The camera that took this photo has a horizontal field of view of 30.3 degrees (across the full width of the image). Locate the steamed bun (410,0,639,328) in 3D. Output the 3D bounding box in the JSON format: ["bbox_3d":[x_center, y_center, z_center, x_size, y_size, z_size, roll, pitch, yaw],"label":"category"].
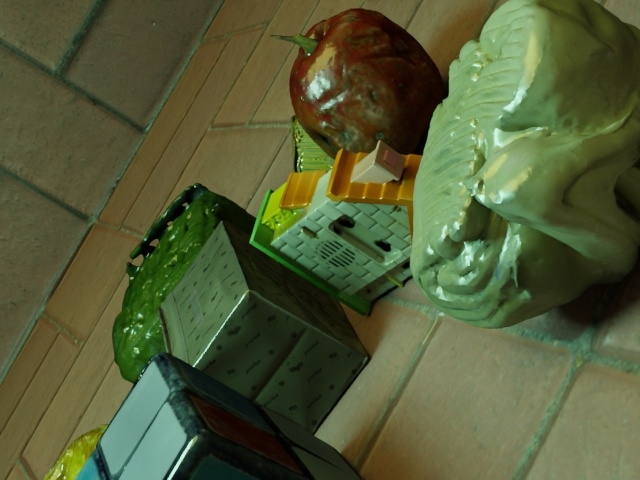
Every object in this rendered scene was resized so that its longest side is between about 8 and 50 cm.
[{"bbox_3d":[0.257,-0.082,1.299,0.339,0.247,0.352,130,155,-65],"label":"steamed bun"}]

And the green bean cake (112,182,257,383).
[{"bbox_3d":[-0.232,0.098,2.176,0.335,0.218,0.319,-52,22,21],"label":"green bean cake"}]

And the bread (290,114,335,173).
[{"bbox_3d":[-0.001,-0.159,2.130,0.190,0.114,0.132,-84,-5,-70],"label":"bread"}]

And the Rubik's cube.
[{"bbox_3d":[-0.130,0.369,1.438,0.318,0.316,0.313,-59,21,1],"label":"Rubik's cube"}]

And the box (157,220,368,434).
[{"bbox_3d":[-0.095,0.139,1.799,0.190,0.225,0.297,-54,23,12],"label":"box"}]

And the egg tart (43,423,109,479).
[{"bbox_3d":[-0.440,0.503,2.188,0.341,0.132,0.341,-46,23,26],"label":"egg tart"}]

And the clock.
[{"bbox_3d":[0.066,-0.032,1.690,0.255,0.220,0.106,-36,29,43],"label":"clock"}]

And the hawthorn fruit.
[{"bbox_3d":[0.074,-0.249,1.939,0.258,0.262,0.258,-15,19,5],"label":"hawthorn fruit"}]
